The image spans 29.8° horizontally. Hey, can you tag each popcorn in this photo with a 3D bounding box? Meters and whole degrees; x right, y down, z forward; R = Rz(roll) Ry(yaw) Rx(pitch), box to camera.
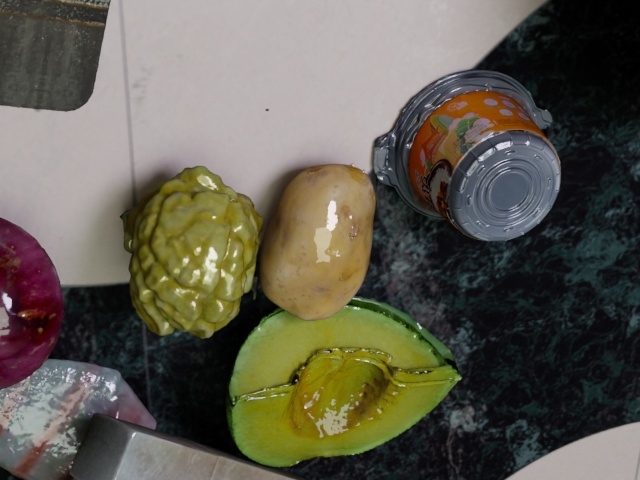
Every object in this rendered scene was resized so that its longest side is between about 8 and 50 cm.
[{"bbox_3d":[-0.123,0.018,1.210,0.142,0.173,0.173,-9,121,-5],"label":"popcorn"}]

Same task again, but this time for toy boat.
[{"bbox_3d":[-0.329,0.195,1.290,0.282,0.096,0.206,30,99,-18],"label":"toy boat"}]

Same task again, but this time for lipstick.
[{"bbox_3d":[-0.106,0.276,1.341,0.371,0.080,0.076,29,80,-44],"label":"lipstick"}]

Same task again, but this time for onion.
[{"bbox_3d":[-0.334,0.059,1.160,0.177,0.153,0.177,-1,127,-1],"label":"onion"}]

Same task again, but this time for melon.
[{"bbox_3d":[0.001,0.160,1.358,0.265,0.129,0.169,-6,141,-20],"label":"melon"}]

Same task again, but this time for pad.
[{"bbox_3d":[-0.191,-0.220,1.103,0.323,0.055,0.250,12,115,-6],"label":"pad"}]

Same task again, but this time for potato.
[{"bbox_3d":[0.000,0.000,1.265,0.118,0.109,0.178,10,109,-19],"label":"potato"}]

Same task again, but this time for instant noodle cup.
[{"bbox_3d":[0.175,-0.076,1.274,0.208,0.125,0.177,-24,124,-5],"label":"instant noodle cup"}]
